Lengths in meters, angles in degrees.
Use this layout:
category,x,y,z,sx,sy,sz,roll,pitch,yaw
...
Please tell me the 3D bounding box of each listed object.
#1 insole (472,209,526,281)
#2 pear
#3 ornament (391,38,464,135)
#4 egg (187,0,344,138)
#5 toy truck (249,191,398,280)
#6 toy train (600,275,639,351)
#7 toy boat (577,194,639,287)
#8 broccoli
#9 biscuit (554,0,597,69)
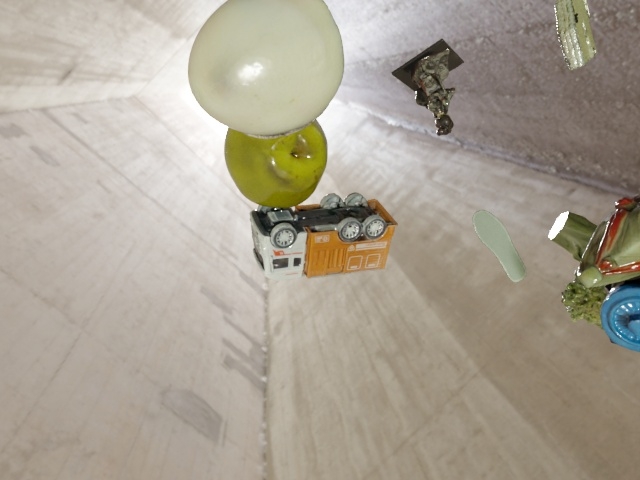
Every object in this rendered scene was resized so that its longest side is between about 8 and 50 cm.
category,x,y,z,sx,sy,sz,roll,pitch,yaw
insole,0.323,0.010,1.083,0.152,0.053,0.002,58,172,-8
pear,-0.118,-0.226,1.559,0.294,0.294,0.294,44,-175,-5
ornament,0.310,-0.366,1.541,0.166,0.153,0.195,9,-122,-56
egg,-0.104,-0.305,1.055,0.264,0.287,0.174,63,-161,-13
toy truck,0.000,0.000,1.676,0.388,0.206,0.173,-5,-148,-18
toy train,0.540,0.068,0.790,0.300,0.265,0.188,41,-136,10
toy boat,0.350,-0.004,0.670,0.185,0.071,0.089,-30,-100,-38
broccoli,0.575,0.059,1.154,0.260,0.288,0.235,19,-150,-16
biscuit,0.539,-0.444,1.271,0.250,0.046,0.147,-40,-67,-54
